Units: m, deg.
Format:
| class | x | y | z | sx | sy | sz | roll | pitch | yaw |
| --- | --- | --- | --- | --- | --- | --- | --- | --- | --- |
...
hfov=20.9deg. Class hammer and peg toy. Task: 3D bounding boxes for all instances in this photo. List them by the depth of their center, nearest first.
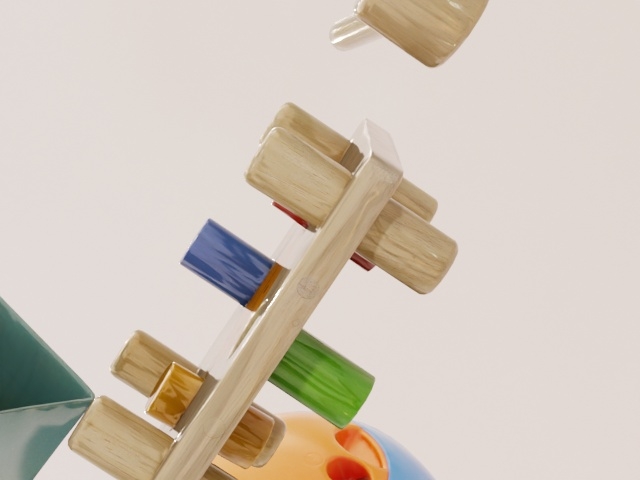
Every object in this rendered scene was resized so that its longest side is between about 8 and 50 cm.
| class | x | y | z | sx | sy | sz | roll | pitch | yaw |
| --- | --- | --- | --- | --- | --- | --- | --- | --- | --- |
| hammer and peg toy | 0.000 | 0.000 | 1.053 | 0.361 | 0.127 | 0.266 | -56 | -176 | 7 |

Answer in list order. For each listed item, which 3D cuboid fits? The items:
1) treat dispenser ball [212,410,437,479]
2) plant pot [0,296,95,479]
| class | x | y | z | sx | sy | sz | roll | pitch | yaw |
| --- | --- | --- | --- | --- | --- | --- | --- | --- | --- |
| treat dispenser ball | -0.018 | 0.284 | 1.431 | 0.288 | 0.288 | 0.288 | -41 | -147 | 35 |
| plant pot | -0.296 | 0.139 | 1.078 | 0.166 | 0.165 | 0.234 | 43 | -69 | 22 |
